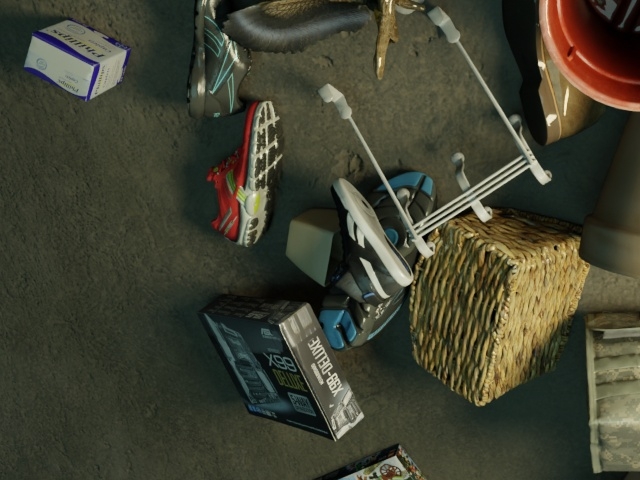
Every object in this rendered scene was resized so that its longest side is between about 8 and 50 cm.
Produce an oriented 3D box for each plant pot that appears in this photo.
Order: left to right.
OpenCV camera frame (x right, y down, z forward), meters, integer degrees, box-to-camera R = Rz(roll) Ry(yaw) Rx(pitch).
[{"bbox_3d":[0.000,0.000,1.707,0.096,0.109,0.109,23,121,22],"label":"plant pot"},{"bbox_3d":[0.445,-0.342,1.297,0.273,0.265,0.272,7,116,15],"label":"plant pot"},{"bbox_3d":[0.551,-0.094,1.383,0.323,0.323,0.280,6,101,15],"label":"plant pot"}]

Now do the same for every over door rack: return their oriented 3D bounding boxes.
[{"bbox_3d":[0.186,-0.170,1.529,0.240,0.108,0.324,-34,80,18],"label":"over door rack"}]

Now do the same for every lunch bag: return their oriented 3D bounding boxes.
[{"bbox_3d":[0.542,0.212,1.525,0.235,0.287,0.168,-3,131,16],"label":"lunch bag"}]

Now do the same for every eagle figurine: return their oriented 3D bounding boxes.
[{"bbox_3d":[-0.001,-0.400,1.478,0.298,0.226,0.225,19,161,38],"label":"eagle figurine"}]

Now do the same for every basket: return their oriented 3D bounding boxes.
[{"bbox_3d":[0.299,0.093,1.657,0.213,0.223,0.299,33,127,40],"label":"basket"}]

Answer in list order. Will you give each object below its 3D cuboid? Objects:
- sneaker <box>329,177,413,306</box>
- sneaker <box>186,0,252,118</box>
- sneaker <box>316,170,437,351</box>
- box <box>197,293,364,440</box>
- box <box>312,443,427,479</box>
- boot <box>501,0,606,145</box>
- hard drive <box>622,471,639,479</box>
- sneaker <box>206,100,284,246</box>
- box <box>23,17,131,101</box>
[{"bbox_3d":[0.048,0.011,1.594,0.121,0.079,0.216,-38,72,19],"label":"sneaker"},{"bbox_3d":[-0.166,-0.334,1.617,0.106,0.101,0.267,4,117,-8],"label":"sneaker"},{"bbox_3d":[0.110,0.034,1.684,0.125,0.140,0.340,35,105,29],"label":"sneaker"},{"bbox_3d":[-0.079,0.224,1.767,0.307,0.077,0.242,2,122,55],"label":"box"},{"bbox_3d":[0.109,0.522,1.954,0.233,0.044,0.159,-30,102,28],"label":"box"},{"bbox_3d":[0.354,-0.306,1.460,0.115,0.112,0.305,-17,107,-6],"label":"boot"},{"bbox_3d":[0.545,0.460,1.670,0.047,0.233,0.353,30,121,13],"label":"hard drive"},{"bbox_3d":[-0.144,-0.120,1.696,0.118,0.107,0.278,21,118,18],"label":"sneaker"},{"bbox_3d":[-0.419,-0.316,1.667,0.126,0.137,0.072,27,119,4],"label":"box"}]
